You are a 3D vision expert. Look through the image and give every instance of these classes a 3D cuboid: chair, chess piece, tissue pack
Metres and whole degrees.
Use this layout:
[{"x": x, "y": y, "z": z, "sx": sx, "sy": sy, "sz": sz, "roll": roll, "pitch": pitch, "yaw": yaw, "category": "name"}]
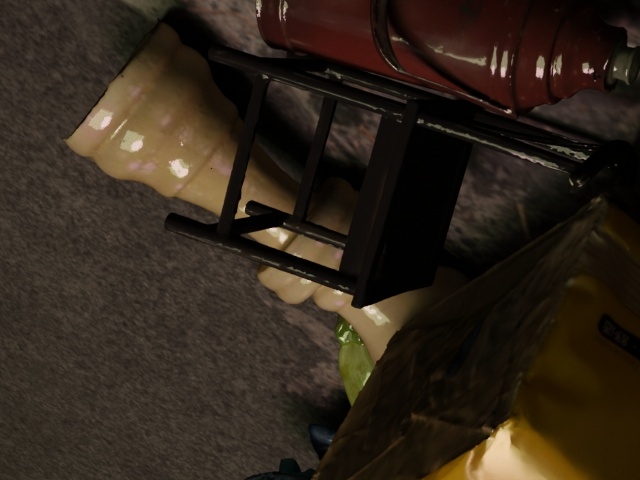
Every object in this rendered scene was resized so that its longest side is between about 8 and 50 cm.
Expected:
[{"x": 0.057, "y": -0.034, "z": 1.082, "sx": 0.260, "sy": 0.154, "sz": 0.141, "roll": 20, "pitch": 102, "yaw": 20, "category": "chair"}, {"x": 0.000, "y": 0.000, "z": 1.260, "sx": 0.397, "sy": 0.117, "sz": 0.117, "roll": 37, "pitch": 148, "yaw": -10, "category": "chess piece"}, {"x": 0.215, "y": 0.199, "z": 1.099, "sx": 0.382, "sy": 0.228, "sz": 0.293, "roll": 40, "pitch": 146, "yaw": -9, "category": "tissue pack"}]

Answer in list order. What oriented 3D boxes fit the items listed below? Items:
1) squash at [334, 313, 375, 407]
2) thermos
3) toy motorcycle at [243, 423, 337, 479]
[{"x": 0.118, "y": 0.198, "z": 1.404, "sx": 0.370, "sy": 0.118, "sz": 0.118, "roll": 48, "pitch": 146, "yaw": -19, "category": "squash"}, {"x": 0.085, "y": -0.133, "z": 1.019, "sx": 0.232, "sy": 0.099, "sz": 0.124, "roll": 18, "pitch": 175, "yaw": 22, "category": "thermos"}, {"x": 0.051, "y": 0.271, "z": 1.550, "sx": 0.206, "sy": 0.154, "sz": 0.260, "roll": -16, "pitch": 139, "yaw": 25, "category": "toy motorcycle"}]
